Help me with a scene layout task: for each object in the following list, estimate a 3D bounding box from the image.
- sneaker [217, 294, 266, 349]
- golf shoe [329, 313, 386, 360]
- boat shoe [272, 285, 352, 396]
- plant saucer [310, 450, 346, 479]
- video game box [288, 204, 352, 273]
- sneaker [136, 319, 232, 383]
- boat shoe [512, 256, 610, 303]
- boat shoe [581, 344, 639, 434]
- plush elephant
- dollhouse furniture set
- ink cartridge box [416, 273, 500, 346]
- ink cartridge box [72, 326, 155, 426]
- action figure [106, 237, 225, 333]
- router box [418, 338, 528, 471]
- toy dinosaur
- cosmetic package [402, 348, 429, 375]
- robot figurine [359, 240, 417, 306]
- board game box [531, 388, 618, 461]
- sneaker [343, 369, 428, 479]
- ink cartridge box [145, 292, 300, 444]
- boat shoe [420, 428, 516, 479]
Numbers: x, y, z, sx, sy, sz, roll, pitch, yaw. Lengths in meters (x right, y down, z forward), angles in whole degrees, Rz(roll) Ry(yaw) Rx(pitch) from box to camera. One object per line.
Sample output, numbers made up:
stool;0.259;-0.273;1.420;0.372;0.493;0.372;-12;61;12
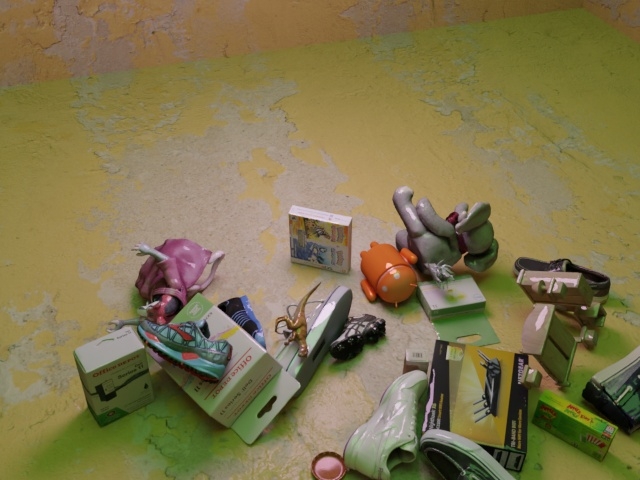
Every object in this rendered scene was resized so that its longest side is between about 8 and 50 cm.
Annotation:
sneaker;-0.215;0.239;1.997;0.090;0.081;0.232;-16;35;-15
golf shoe;0.086;0.258;1.985;0.198;0.077;0.094;-21;37;-37
boat shoe;-0.050;0.247;1.959;0.156;0.136;0.367;17;52;23
plant saucer;0.019;0.528;1.697;0.083;0.013;0.083;0;39;0
video game box;0.000;0.000;2.187;0.187;0.205;0.048;10;44;12
sneaker;-0.321;0.244;1.765;0.262;0.104;0.125;24;67;22
boat shoe;0.717;0.097;2.167;0.285;0.092;0.103;21;44;23
boat shoe;0.835;0.359;1.848;0.340;0.127;0.158;-27;53;-18
plush elephant;0.387;-0.022;2.145;0.255;0.272;0.330;-22;45;-9
dollhouse furniture set;0.588;0.268;1.934;0.174;0.303;0.355;1;58;44
ink cartridge box;0.390;0.201;2.070;0.171;0.056;0.235;-8;38;-12
ink cartridge box;-0.498;0.330;1.774;0.153;0.208;0.087;-24;46;-26
action figure;-0.416;0.147;2.002;0.276;0.248;0.370;19;18;-18
router box;0.384;0.398;1.807;0.243;0.081;0.309;8;40;9
toy dinosaur;-0.060;0.208;1.876;0.112;0.064;0.211;4;60;-2
cosmetic package;0.241;0.329;1.861;0.060;0.115;0.041;1;41;2
robot figurine;0.200;0.094;2.135;0.158;0.128;0.219;-15;42;-19
board game box;0.606;0.441;1.750;0.181;0.092;0.043;27;45;28
sneaker;0.189;0.442;1.727;0.152;0.114;0.305;21;53;32
ink cartridge box;-0.243;0.313;1.815;0.353;0.119;0.207;34;77;34
boat shoe;0.344;0.543;1.587;0.335;0.121;0.119;33;49;25
